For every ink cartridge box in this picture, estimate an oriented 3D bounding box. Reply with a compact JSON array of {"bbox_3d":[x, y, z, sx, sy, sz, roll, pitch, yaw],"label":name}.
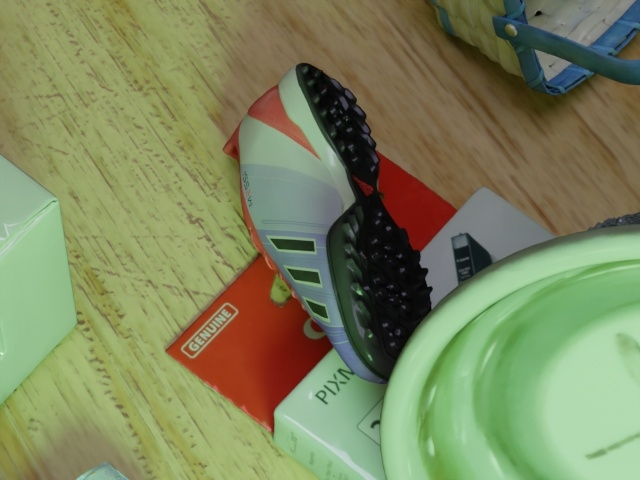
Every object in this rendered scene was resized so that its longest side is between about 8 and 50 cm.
[{"bbox_3d":[-0.326,-0.022,1.264,0.278,0.201,0.117,37,64,17],"label":"ink cartridge box"},{"bbox_3d":[0.052,0.057,1.324,0.239,0.060,0.275,36,64,16],"label":"ink cartridge box"}]

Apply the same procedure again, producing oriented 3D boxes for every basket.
[{"bbox_3d":[0.246,-0.247,1.414,0.255,0.201,0.289,-41,38,-23],"label":"basket"}]

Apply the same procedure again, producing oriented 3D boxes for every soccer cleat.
[{"bbox_3d":[0.000,0.000,1.305,0.116,0.108,0.318,-38,46,24],"label":"soccer cleat"}]

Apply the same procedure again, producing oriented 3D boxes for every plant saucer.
[{"bbox_3d":[0.243,0.129,1.120,0.400,0.400,0.100,13,39,5],"label":"plant saucer"}]

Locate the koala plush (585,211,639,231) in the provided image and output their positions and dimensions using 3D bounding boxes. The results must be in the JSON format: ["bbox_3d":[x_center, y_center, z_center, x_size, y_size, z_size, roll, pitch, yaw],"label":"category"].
[{"bbox_3d":[0.283,0.050,1.219,0.203,0.221,0.196,-34,95,-27],"label":"koala plush"}]

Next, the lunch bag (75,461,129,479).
[{"bbox_3d":[-0.162,0.215,1.221,0.071,0.053,0.083,37,74,20],"label":"lunch bag"}]
